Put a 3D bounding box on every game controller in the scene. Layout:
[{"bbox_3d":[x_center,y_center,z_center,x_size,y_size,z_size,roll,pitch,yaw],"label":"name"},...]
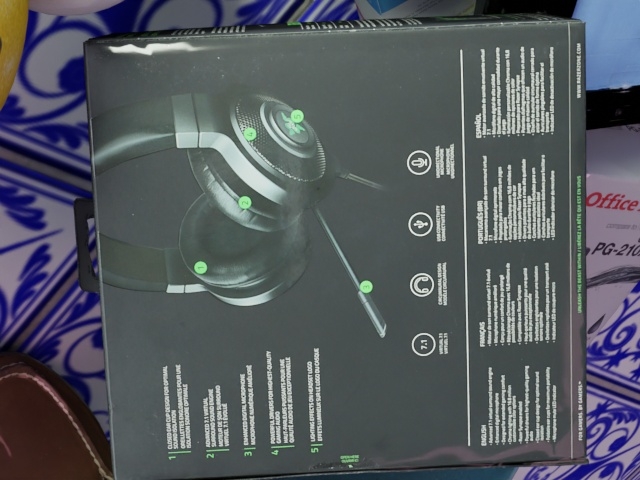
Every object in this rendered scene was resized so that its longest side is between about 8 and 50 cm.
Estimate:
[{"bbox_3d":[0.216,-0.156,0.937,0.319,0.067,0.166,-10,134,-40],"label":"game controller"}]

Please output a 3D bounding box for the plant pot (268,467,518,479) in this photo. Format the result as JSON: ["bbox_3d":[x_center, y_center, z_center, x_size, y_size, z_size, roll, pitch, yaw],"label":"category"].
[{"bbox_3d":[-0.013,0.132,1.032,0.290,0.195,0.290,-23,143,-18],"label":"plant pot"}]

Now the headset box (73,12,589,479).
[{"bbox_3d":[0.000,0.000,0.781,0.283,0.131,0.246,-4,100,-2],"label":"headset box"}]

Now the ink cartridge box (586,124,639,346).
[{"bbox_3d":[0.181,0.008,1.136,0.172,0.100,0.237,2,130,-42],"label":"ink cartridge box"}]

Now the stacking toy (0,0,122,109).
[{"bbox_3d":[-0.243,-0.103,0.555,0.480,0.350,0.350,-35,149,-35],"label":"stacking toy"}]

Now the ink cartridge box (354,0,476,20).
[{"bbox_3d":[0.070,-0.159,0.895,0.088,0.052,0.122,-31,143,-7],"label":"ink cartridge box"}]

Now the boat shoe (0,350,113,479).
[{"bbox_3d":[-0.165,0.225,0.981,0.123,0.116,0.324,-33,113,-25],"label":"boat shoe"}]
